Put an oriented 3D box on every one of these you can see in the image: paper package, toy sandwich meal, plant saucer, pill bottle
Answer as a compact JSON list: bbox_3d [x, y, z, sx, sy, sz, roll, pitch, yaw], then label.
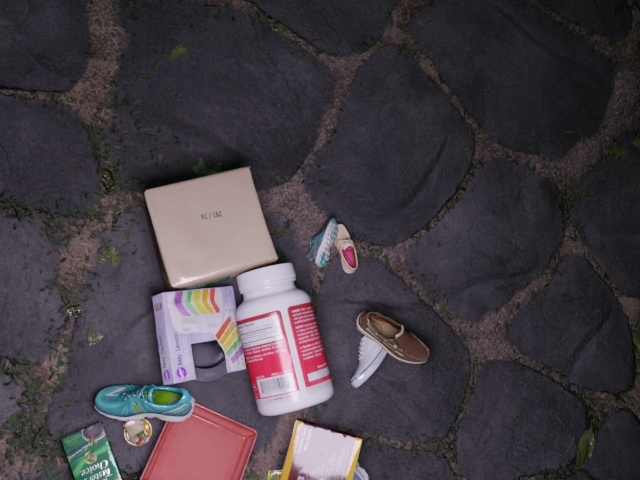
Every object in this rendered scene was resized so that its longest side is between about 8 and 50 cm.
[{"bbox_3d":[-0.328,-0.029,1.832,0.325,0.168,0.309,-15,81,-19],"label":"paper package"},{"bbox_3d":[-0.515,0.536,1.739,0.086,0.029,0.085,3,78,-16],"label":"toy sandwich meal"},{"bbox_3d":[-0.337,0.607,1.732,0.259,0.047,0.258,27,51,-9],"label":"plant saucer"},{"bbox_3d":[-0.116,0.282,1.804,0.229,0.229,0.407,-12,83,-18],"label":"pill bottle"}]

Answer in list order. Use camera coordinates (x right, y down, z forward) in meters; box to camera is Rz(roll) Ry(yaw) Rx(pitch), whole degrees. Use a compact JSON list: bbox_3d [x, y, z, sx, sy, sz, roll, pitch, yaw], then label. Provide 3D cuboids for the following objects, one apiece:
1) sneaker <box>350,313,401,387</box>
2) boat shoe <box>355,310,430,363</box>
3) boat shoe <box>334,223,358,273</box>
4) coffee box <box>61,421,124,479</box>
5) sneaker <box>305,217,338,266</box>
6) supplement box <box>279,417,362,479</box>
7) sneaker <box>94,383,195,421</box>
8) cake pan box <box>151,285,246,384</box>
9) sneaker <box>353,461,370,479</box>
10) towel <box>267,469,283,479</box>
[{"bbox_3d":[0.158,0.346,1.953,0.091,0.094,0.258,38,62,3],"label":"sneaker"},{"bbox_3d":[0.230,0.297,1.890,0.258,0.095,0.095,28,62,-7],"label":"boat shoe"},{"bbox_3d":[0.086,0.021,2.005,0.063,0.059,0.170,-16,84,-19],"label":"boat shoe"},{"bbox_3d":[-0.617,0.600,1.679,0.113,0.040,0.184,-20,77,-19],"label":"coffee box"},{"bbox_3d":[0.000,0.000,1.977,0.076,0.065,0.166,13,73,30],"label":"sneaker"},{"bbox_3d":[0.000,0.628,1.759,0.194,0.129,0.191,15,77,4],"label":"supplement box"},{"bbox_3d":[-0.485,0.431,1.705,0.276,0.110,0.107,1,52,-2],"label":"sneaker"},{"bbox_3d":[-0.346,0.271,1.772,0.246,0.070,0.266,-1,77,-42],"label":"cake pan box"},{"bbox_3d":[0.061,0.664,1.857,0.081,0.080,0.211,-37,90,-23],"label":"sneaker"},{"bbox_3d":[-0.040,0.727,1.811,0.237,0.021,0.102,0,79,1],"label":"towel"}]
